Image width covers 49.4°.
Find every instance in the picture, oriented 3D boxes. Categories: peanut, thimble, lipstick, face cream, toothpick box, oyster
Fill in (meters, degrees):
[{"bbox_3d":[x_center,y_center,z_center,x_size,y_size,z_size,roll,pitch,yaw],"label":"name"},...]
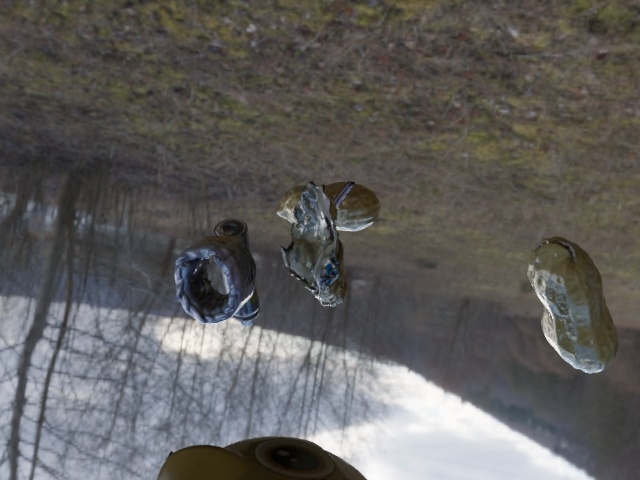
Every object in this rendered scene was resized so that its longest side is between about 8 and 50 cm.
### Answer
[{"bbox_3d":[0.017,-0.103,2.039,0.325,0.153,0.140,4,134,26],"label":"peanut"},{"bbox_3d":[-0.192,0.070,1.284,0.127,0.151,0.118,-7,-167,13],"label":"thimble"},{"bbox_3d":[0.039,-0.098,1.854,0.027,0.027,0.176,11,138,-29],"label":"lipstick"},{"bbox_3d":[-0.182,0.081,1.554,0.073,0.283,0.073,-3,-141,2],"label":"face cream"},{"bbox_3d":[0.475,0.121,1.311,0.130,0.290,0.130,-20,-158,8],"label":"peanut"},{"bbox_3d":[-0.077,0.543,1.207,0.409,0.408,0.425,5,158,32],"label":"toothpick box"},{"bbox_3d":[0.000,0.000,1.464,0.083,0.222,0.214,-2,-143,-34],"label":"oyster"}]

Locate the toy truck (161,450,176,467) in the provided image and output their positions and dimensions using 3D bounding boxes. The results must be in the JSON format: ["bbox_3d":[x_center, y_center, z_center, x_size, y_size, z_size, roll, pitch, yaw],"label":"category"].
[{"bbox_3d":[-0.385,0.668,1.980,0.147,0.079,0.065,35,-162,-10],"label":"toy truck"}]
